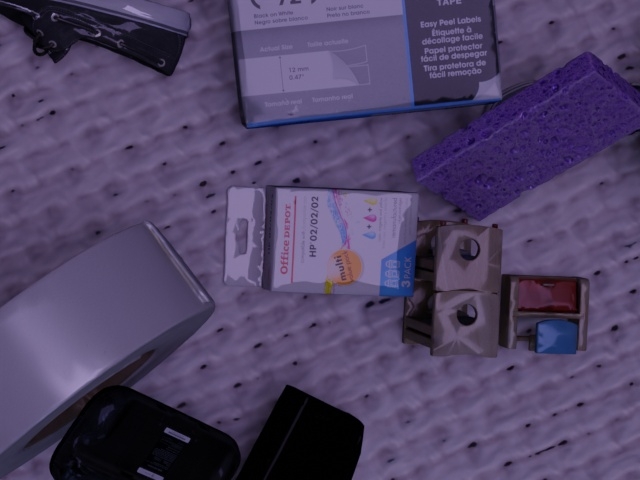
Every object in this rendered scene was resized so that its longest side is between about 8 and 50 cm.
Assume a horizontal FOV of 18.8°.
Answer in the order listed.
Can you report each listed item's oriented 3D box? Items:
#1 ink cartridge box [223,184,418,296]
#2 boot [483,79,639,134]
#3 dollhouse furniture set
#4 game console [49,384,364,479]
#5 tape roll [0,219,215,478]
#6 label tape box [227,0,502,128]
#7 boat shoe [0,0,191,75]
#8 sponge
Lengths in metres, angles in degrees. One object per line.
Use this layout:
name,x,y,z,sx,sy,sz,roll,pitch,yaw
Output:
ink cartridge box,0.000,0.000,1.902,0.181,0.061,0.104,2,92,-11
boot,0.263,-0.132,1.938,0.190,0.086,0.069,-8,95,-11
dollhouse furniture set,0.186,0.046,1.909,0.184,0.129,0.129,2,93,-11
game console,-0.100,0.215,1.809,0.361,0.044,0.213,32,85,-47
tape roll,-0.233,0.105,1.740,0.286,0.286,0.100,-37,84,-8
label tape box,0.030,-0.291,1.853,0.249,0.115,0.347,-6,96,-3
boat shoe,-0.238,-0.204,1.839,0.229,0.080,0.076,11,89,-20
sponge,0.204,-0.098,1.875,0.210,0.031,0.117,-31,143,24
